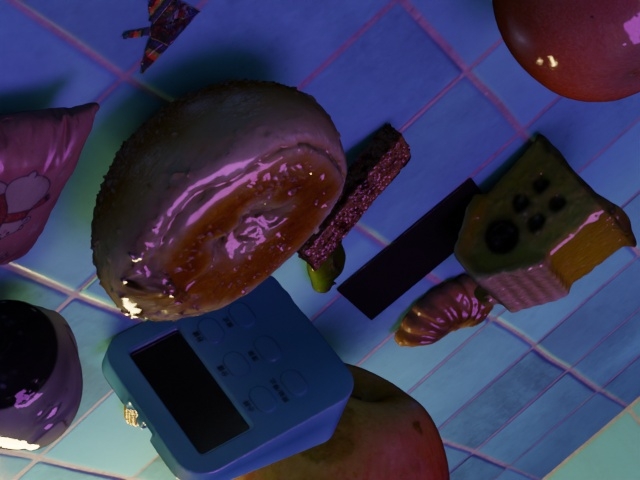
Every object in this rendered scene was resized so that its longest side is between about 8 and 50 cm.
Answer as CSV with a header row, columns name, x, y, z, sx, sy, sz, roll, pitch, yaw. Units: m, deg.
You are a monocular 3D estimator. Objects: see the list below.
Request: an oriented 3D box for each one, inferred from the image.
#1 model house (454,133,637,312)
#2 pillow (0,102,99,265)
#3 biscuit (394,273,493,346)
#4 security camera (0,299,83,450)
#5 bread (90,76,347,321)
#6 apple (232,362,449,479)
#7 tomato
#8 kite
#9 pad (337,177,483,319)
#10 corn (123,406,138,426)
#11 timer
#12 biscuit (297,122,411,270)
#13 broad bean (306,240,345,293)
name,x,y,z,sx,sy,sz,roll,pitch,yaw
model house,0.306,0.004,2.377,0.234,0.175,0.193,-47,155,4
pillow,-0.338,-0.038,1.590,0.236,0.084,0.223,-18,146,-41
biscuit,0.200,0.111,2.567,0.183,0.061,0.118,-21,148,-31
security camera,-0.378,0.186,1.805,0.277,0.197,0.191,-37,146,-17
bread,-0.119,-0.049,1.772,0.305,0.159,0.305,-33,157,-16
apple,0.007,0.339,2.366,0.364,0.364,0.364,-30,153,-17
tomato,0.321,-0.280,1.889,0.255,0.224,0.256,-15,154,-7
kite,-0.155,-0.209,1.637,0.090,0.004,0.122,-23,151,-31
pad,0.143,0.016,2.395,0.245,0.006,0.170,-40,153,4
corn,-0.240,0.213,2.192,0.037,0.037,0.092,-25,149,-25
timer,-0.116,0.170,2.056,0.250,0.232,0.091,-21,148,-35
biscuit,0.039,-0.054,2.055,0.199,0.034,0.064,-50,150,-9
broad bean,0.001,-0.001,2.143,0.060,0.043,0.297,-27,152,-6
